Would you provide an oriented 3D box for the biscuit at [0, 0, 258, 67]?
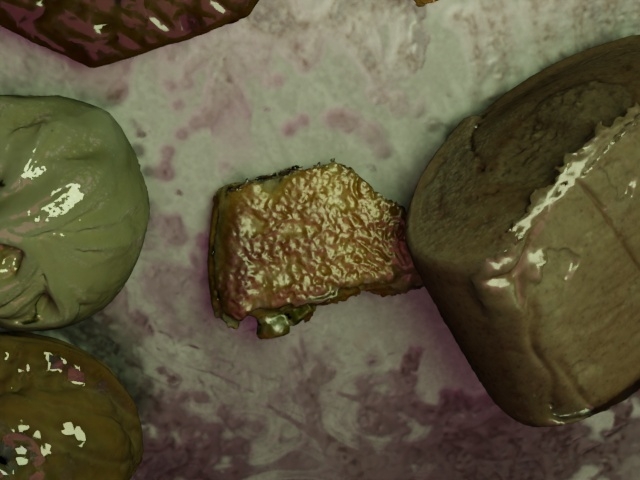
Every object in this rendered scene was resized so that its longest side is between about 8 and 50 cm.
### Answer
[{"bbox_3d":[-0.172,-0.314,0.797,0.359,0.046,0.359,-1,113,-1],"label":"biscuit"}]

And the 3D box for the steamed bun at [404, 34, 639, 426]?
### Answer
[{"bbox_3d":[0.211,-0.018,0.871,0.301,0.199,0.251,-40,125,-9],"label":"steamed bun"}]

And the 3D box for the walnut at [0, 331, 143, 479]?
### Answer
[{"bbox_3d":[-0.279,0.176,0.932,0.245,0.198,0.198,15,112,-19],"label":"walnut"}]

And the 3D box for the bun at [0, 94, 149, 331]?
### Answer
[{"bbox_3d":[-0.259,-0.015,0.882,0.231,0.133,0.231,-1,116,-1],"label":"bun"}]

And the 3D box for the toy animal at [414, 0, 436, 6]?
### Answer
[{"bbox_3d":[0.118,-0.259,0.824,0.255,0.116,0.114,13,135,-14],"label":"toy animal"}]

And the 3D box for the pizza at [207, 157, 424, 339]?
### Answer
[{"bbox_3d":[0.000,0.000,0.940,0.226,0.069,0.147,-17,92,1],"label":"pizza"}]
